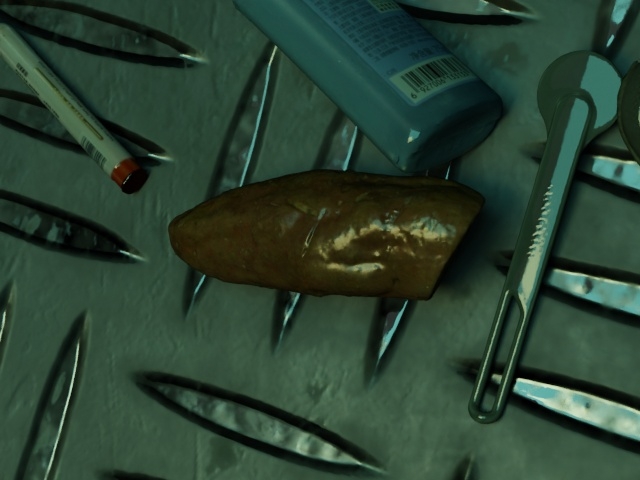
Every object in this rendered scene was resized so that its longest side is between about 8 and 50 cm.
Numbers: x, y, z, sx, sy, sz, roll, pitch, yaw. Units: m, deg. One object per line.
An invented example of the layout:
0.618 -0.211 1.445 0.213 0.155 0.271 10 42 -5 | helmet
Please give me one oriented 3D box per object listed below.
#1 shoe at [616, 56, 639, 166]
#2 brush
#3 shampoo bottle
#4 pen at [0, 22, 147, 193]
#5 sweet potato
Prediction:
0.329 -0.055 0.901 0.336 0.171 0.132 16 89 23 | shoe
0.150 -0.001 1.050 0.062 0.027 0.266 18 93 24 | brush
0.011 -0.157 1.090 0.258 0.104 0.061 47 137 22 | shampoo bottle
-0.212 -0.117 1.213 0.026 0.026 0.218 -48 68 9 | pen
0.000 0.000 1.074 0.251 0.097 0.097 -2 81 26 | sweet potato
